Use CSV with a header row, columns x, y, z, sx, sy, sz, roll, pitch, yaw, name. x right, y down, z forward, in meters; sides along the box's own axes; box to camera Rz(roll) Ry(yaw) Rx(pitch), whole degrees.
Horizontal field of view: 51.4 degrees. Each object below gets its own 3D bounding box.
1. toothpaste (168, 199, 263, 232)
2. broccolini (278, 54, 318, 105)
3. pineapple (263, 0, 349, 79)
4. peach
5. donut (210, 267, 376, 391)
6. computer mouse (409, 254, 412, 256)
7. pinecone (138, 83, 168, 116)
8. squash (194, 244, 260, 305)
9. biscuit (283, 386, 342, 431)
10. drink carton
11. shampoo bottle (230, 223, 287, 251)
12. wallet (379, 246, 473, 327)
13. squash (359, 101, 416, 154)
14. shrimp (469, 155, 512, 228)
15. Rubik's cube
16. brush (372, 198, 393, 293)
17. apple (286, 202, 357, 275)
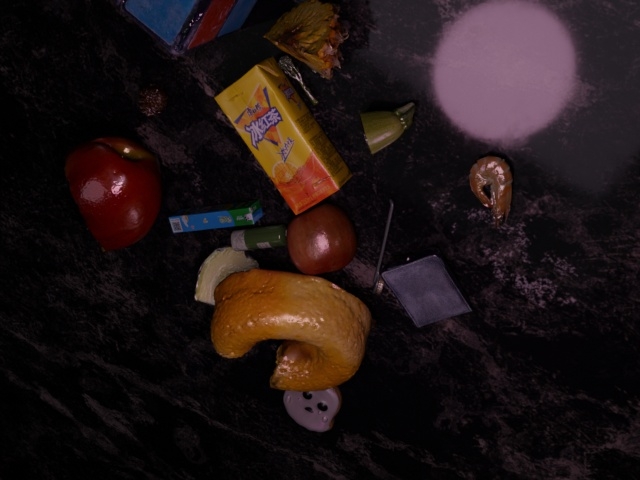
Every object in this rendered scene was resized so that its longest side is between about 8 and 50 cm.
x,y,z,sx,sy,sz,roll,pitch,yaw,name
-0.290,-0.065,1.829,0.266,0.065,0.050,-5,110,25,toothpaste
-0.054,-0.380,1.591,0.035,0.030,0.140,-39,106,-12,broccolini
0.008,-0.450,1.492,0.164,0.250,0.140,32,92,-32,pineapple
-0.577,-0.119,1.804,0.281,0.281,0.338,37,123,1,peach
-0.066,0.249,1.747,0.377,0.163,0.435,-24,129,34,donut
0.232,0.066,1.703,0.110,0.032,0.056,-25,112,34,computer mouse
-0.442,-0.365,1.735,0.077,0.077,0.083,48,132,-6,pinecone
-0.249,0.105,1.904,0.191,0.085,0.184,15,91,9,squash
-0.027,0.490,2.014,0.181,0.049,0.208,27,124,6,biscuit
-0.086,-0.254,1.626,0.154,0.111,0.351,-29,101,30,drink carton
-0.142,-0.009,1.801,0.204,0.065,0.065,-7,112,25,shampoo bottle
0.270,0.122,1.687,0.167,0.036,0.222,-23,120,26,wallet
0.165,-0.267,1.541,0.132,0.105,0.105,-18,109,9,squash
0.398,-0.110,1.542,0.099,0.041,0.180,-2,115,24,shrimp
-0.278,-0.629,1.392,0.313,0.316,0.318,40,124,-2,Rubik's cube
0.166,0.019,1.699,0.027,0.062,0.266,9,115,1,brush
0.000,0.000,1.681,0.181,0.181,0.168,-21,98,29,apple
